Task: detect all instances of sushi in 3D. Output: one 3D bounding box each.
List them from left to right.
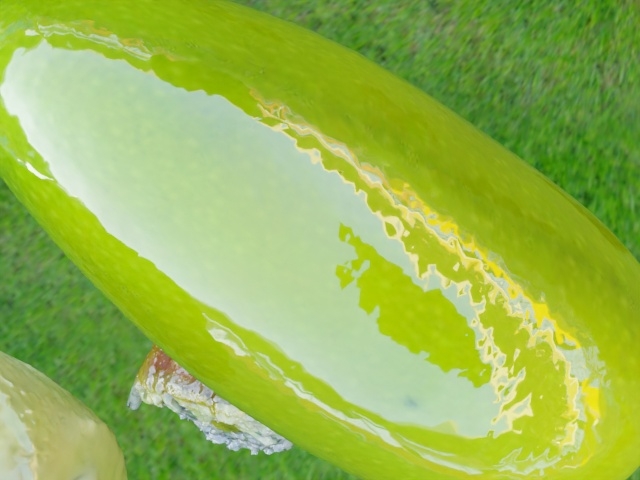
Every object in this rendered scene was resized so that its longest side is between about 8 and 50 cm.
[{"bbox_3d":[-0.122,0.179,1.821,0.274,0.184,0.139,15,68,26],"label":"sushi"}]

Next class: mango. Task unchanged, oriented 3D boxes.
[{"bbox_3d":[0.000,0.000,0.593,0.343,0.192,0.156,34,84,-23],"label":"mango"}]

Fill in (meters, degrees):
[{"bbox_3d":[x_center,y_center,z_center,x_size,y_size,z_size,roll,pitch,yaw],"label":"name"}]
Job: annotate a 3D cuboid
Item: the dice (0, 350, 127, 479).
[{"bbox_3d":[-0.190,0.134,0.609,0.166,0.169,0.169,18,155,11],"label":"dice"}]
